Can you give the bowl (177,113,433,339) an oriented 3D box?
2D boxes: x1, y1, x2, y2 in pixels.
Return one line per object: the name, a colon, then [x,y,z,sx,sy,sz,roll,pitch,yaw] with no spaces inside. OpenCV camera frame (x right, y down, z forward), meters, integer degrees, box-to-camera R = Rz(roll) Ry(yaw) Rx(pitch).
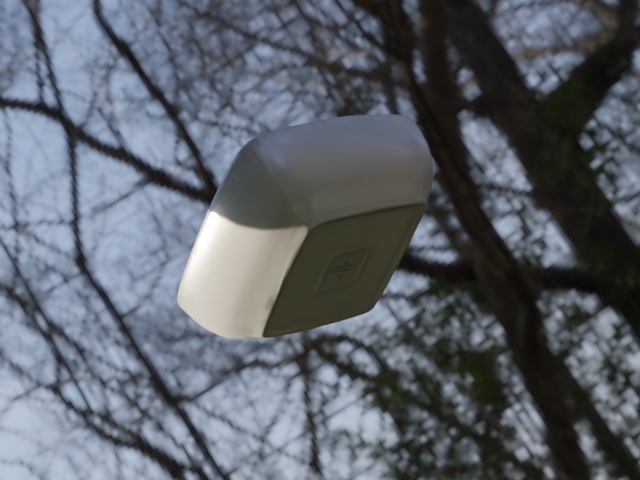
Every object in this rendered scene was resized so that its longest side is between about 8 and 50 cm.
bowl: [0.000,0.000,0.896,0.142,0.053,0.142,-12,-40,-41]
